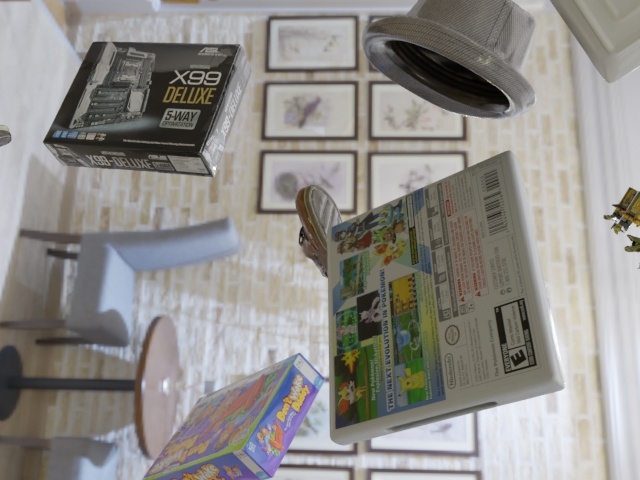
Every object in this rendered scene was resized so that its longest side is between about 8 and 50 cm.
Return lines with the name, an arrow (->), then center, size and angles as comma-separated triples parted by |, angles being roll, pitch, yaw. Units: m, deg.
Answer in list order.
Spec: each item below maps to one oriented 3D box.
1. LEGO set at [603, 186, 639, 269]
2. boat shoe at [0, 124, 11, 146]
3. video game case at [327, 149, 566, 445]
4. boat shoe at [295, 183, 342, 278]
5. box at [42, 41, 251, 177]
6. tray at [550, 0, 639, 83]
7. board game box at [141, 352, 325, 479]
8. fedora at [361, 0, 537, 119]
LEGO set -> 0.757, 0.014, 1.671 | 0.192, 0.255, 0.331 | -62, 175, 14
boat shoe -> -0.451, -0.103, 0.915 | 0.152, 0.056, 0.049 | -35, 94, -47
video game case -> 0.137, 0.071, 0.939 | 0.036, 0.300, 0.329 | 37, 41, -41
boat shoe -> 0.000, 0.000, 1.603 | 0.307, 0.104, 0.111 | 60, 37, -42
box -> -0.301, -0.239, 1.298 | 0.076, 0.307, 0.242 | 68, 33, -58
tray -> 0.303, -0.320, 0.800 | 0.270, 0.145, 0.030 | 56, 35, -1
board game box -> -0.170, 0.367, 1.396 | 0.078, 0.347, 0.233 | 48, 41, -13
fedora -> 0.188, -0.265, 0.974 | 0.124, 0.243, 0.275 | -62, -173, 1
